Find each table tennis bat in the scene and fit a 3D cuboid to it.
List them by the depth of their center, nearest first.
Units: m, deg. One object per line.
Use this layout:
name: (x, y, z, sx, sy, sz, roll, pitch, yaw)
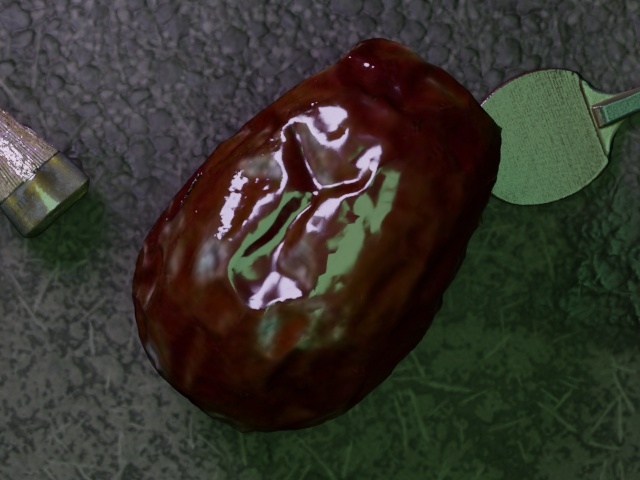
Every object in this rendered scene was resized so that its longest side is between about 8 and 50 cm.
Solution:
table tennis bat: (0.247, -0.114, 1.956, 0.220, 0.019, 0.130, -21, 99, -3)

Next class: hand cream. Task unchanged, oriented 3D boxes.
hand cream: (-0.308, -0.100, 1.857, 0.084, 0.084, 0.203, -41, 95, -1)

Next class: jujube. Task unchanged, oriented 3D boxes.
jujube: (-0.001, 0.001, 1.820, 0.276, 0.276, 0.377, 34, 91, -11)
